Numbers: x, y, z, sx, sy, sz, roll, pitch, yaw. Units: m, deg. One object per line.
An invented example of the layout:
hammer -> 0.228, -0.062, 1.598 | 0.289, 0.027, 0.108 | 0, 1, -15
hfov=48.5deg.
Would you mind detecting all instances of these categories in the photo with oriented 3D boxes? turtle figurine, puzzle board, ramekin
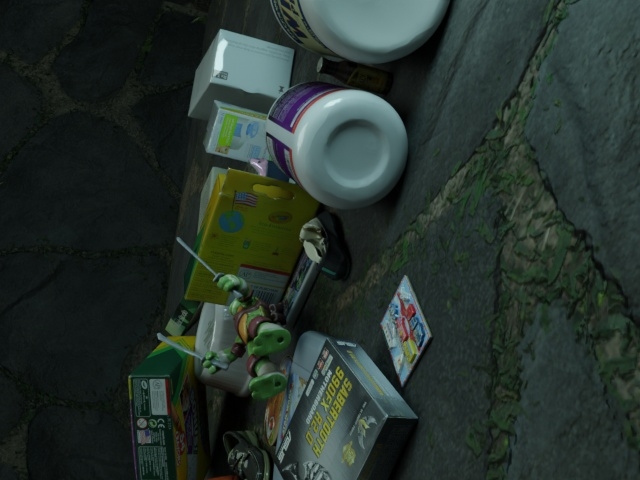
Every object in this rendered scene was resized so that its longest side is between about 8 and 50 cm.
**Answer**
turtle figurine -> -0.175, 0.172, 1.323 | 0.198, 0.274, 0.266 | -56, 32, 2
puzzle board -> 0.114, 0.124, 0.985 | 0.128, 0.011, 0.096 | -104, 31, -53
ramekin -> -0.218, 0.234, 1.710 | 0.273, 0.127, 0.273 | -169, 90, -71

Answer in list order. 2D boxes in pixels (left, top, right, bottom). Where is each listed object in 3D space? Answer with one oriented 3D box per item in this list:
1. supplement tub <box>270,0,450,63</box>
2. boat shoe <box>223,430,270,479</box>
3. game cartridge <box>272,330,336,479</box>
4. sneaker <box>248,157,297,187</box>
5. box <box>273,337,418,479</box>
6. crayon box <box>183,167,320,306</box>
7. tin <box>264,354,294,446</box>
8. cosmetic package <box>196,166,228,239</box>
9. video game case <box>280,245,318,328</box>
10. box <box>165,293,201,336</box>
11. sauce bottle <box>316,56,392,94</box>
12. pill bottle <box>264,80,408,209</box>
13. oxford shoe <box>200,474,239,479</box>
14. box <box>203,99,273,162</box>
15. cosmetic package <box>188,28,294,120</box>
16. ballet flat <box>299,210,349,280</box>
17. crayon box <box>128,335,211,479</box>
supplement tub -> 0.046, -0.412, 1.140 | 0.325, 0.235, 0.235 | -132, 55, -67
boat shoe -> -0.159, 0.461, 1.489 | 0.223, 0.073, 0.080 | -150, 72, -71
game cartridge -> -0.016, 0.308, 1.200 | 0.198, 0.062, 0.297 | -177, 97, -67
sneaker -> -0.178, -0.045, 1.649 | 0.319, 0.131, 0.112 | -61, 20, 7
box -> 0.026, 0.283, 1.000 | 0.183, 0.056, 0.231 | 48, 121, 53
crayon box -> -0.138, -0.007, 1.431 | 0.081, 0.202, 0.318 | -105, 34, -53
tin -> -0.066, 0.311, 1.367 | 0.106, 0.040, 0.190 | -110, 36, -64
cosmetic package -> -0.301, -0.048, 2.136 | 0.160, 0.113, 0.309 | 127, 148, -53
video game case -> -0.044, 0.049, 1.474 | 0.183, 0.023, 0.201 | -102, 31, -50
box -> -0.293, 0.121, 1.911 | 0.232, 0.058, 0.322 | -46, -5, -38
sauce bottle -> 0.057, -0.280, 1.199 | 0.042, 0.128, 0.042 | -171, 90, -72
pill bottle -> 0.011, -0.170, 1.190 | 0.323, 0.181, 0.181 | -133, 57, -68
oxford shoe -> -0.228, 0.597, 1.544 | 0.363, 0.130, 0.133 | 145, 116, -76
box -> -0.170, -0.254, 1.729 | 0.103, 0.203, 0.114 | -123, 49, -63
cosmetic package -> -0.234, -0.439, 2.009 | 0.385, 0.217, 0.156 | 167, 112, -68
ballet flat -> 0.000, 0.000, 1.298 | 0.203, 0.074, 0.074 | -109, 35, -56
crayon box -> -0.358, 0.451, 1.741 | 0.313, 0.106, 0.363 | -60, -32, -80
